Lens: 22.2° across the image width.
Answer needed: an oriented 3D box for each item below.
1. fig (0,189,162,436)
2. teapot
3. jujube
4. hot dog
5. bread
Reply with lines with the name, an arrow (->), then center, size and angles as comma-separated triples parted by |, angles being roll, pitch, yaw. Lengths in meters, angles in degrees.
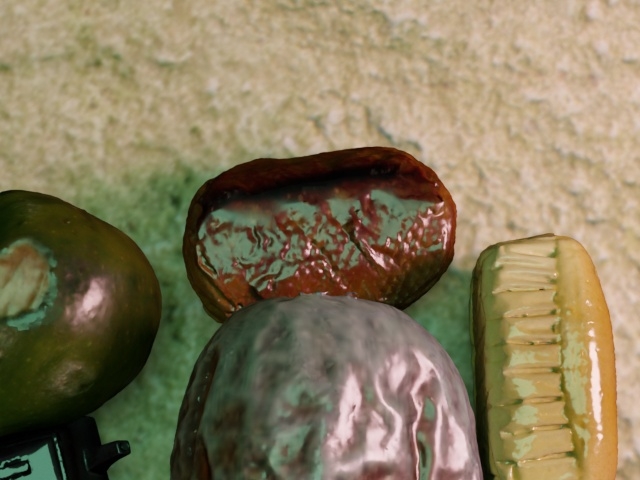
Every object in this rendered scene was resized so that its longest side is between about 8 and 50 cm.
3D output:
fig -> -0.247, 0.075, 1.291 | 0.195, 0.195, 0.245 | 36, 79, 10
teapot -> -0.236, 0.190, 1.302 | 0.177, 0.096, 0.087 | -15, 75, -3
jujube -> 0.006, 0.203, 1.236 | 0.246, 0.215, 0.308 | 12, 74, -29
hot dog -> 0.000, -0.003, 1.351 | 0.227, 0.099, 0.160 | -6, 74, -2
bread -> 0.177, 0.113, 1.295 | 0.106, 0.140, 0.236 | 0, 77, -3
